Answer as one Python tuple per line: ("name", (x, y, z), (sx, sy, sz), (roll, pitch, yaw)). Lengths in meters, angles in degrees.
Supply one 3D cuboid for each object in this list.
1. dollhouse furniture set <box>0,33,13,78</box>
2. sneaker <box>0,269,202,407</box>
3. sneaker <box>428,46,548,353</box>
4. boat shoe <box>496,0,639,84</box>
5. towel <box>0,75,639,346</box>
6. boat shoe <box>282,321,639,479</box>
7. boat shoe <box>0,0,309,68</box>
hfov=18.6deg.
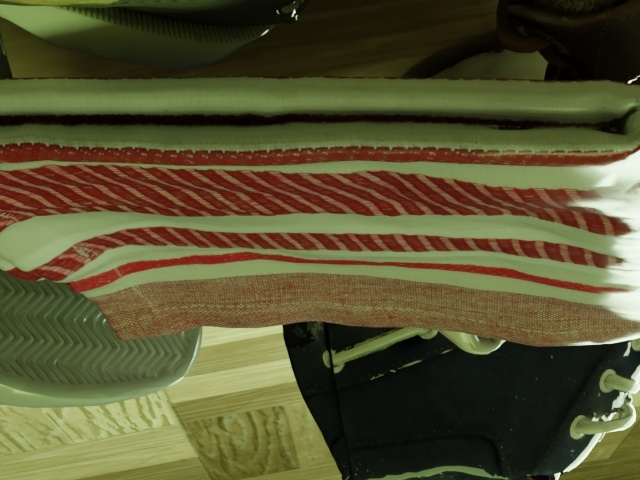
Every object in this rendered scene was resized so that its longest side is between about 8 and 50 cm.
("dollhouse furniture set", (-0.223, -0.065, 0.596), (0.182, 0.161, 0.101), (-43, 141, -32))
("sneaker", (-0.211, 0.028, 0.839), (0.293, 0.108, 0.169), (12, 156, -33))
("sneaker", (0.039, 0.001, 0.863), (0.090, 0.115, 0.232), (0, 162, -39))
("boat shoe", (0.103, -0.101, 0.568), (0.123, 0.123, 0.342), (6, 162, -8))
("towel", (0.000, 0.000, 0.647), (0.237, 0.037, 0.329), (0, 171, 11))
("boat shoe", (0.146, 0.044, 1.012), (0.341, 0.158, 0.127), (-10, 165, -3))
("boat shoe", (-0.088, -0.100, 0.439), (0.091, 0.109, 0.305), (-23, 167, 36))
